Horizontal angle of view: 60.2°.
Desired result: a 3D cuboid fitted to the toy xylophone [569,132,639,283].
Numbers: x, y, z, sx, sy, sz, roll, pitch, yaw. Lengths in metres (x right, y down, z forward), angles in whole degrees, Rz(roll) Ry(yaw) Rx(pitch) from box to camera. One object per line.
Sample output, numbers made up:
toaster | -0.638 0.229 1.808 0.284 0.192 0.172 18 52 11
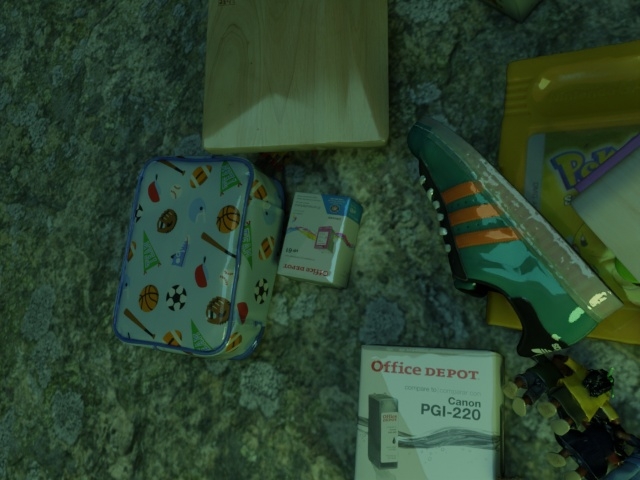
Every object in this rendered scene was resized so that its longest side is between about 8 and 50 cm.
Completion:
toy xylophone | 0.371 0.014 0.457 0.236 0.081 0.322 -36 61 28

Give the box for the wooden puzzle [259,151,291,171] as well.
wooden puzzle | -0.072 -0.148 0.866 0.049 0.006 0.083 -48 63 6

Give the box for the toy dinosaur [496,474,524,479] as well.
toy dinosaur | 0.242 0.316 0.572 0.112 0.064 0.211 -21 98 11

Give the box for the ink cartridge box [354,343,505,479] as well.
ink cartridge box | 0.126 0.231 0.631 0.159 0.092 0.217 -2 74 24

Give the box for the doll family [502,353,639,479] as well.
doll family | 0.288 0.190 0.572 0.193 0.111 0.076 60 148 18

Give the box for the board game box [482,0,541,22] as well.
board game box | 0.229 -0.477 0.766 0.224 0.097 0.303 -48 62 7

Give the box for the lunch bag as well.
lunch bag | -0.184 0.016 0.817 0.243 0.115 0.303 3 79 27

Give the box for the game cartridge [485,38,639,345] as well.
game cartridge | 0.328 -0.054 0.585 0.285 0.053 0.323 2 85 38

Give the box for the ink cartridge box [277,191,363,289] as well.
ink cartridge box | 0.000 0.000 0.770 0.089 0.052 0.122 7 81 26

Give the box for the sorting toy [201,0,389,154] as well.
sorting toy | -0.029 -0.245 0.799 0.256 0.089 0.257 -1 80 9

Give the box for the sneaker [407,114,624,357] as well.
sneaker | 0.171 -0.011 0.603 0.121 0.108 0.302 -44 59 18
